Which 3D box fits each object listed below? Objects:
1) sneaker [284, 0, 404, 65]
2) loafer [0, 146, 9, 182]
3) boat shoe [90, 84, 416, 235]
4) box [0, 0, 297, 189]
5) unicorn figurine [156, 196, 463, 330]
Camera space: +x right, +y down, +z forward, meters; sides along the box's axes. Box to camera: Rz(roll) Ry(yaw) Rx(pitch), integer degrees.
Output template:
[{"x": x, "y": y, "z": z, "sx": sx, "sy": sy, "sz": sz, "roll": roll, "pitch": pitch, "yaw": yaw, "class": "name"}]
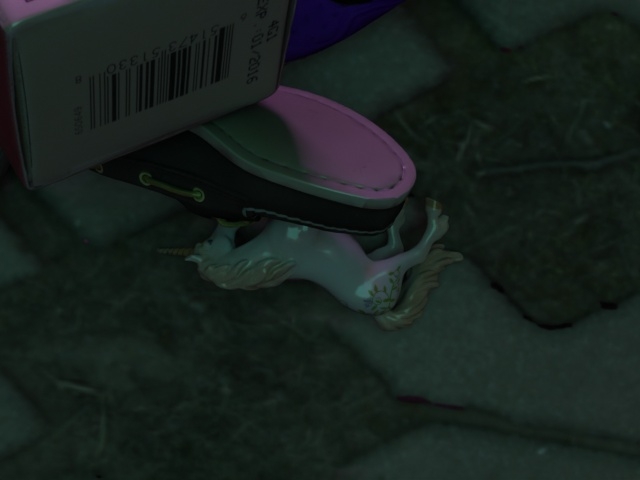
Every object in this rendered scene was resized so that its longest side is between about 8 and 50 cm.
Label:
[{"x": 0.051, "y": -0.189, "z": 0.659, "sx": 0.293, "sy": 0.146, "sz": 0.102, "roll": -26, "pitch": 93, "yaw": -3, "class": "sneaker"}, {"x": -0.257, "y": -0.017, "z": 0.661, "sx": 0.112, "sy": 0.111, "sz": 0.319, "roll": 29, "pitch": 90, "yaw": -4, "class": "loafer"}, {"x": -0.054, "y": -0.049, "z": 0.664, "sx": 0.228, "sy": 0.081, "sz": 0.068, "roll": 23, "pitch": 128, "yaw": 21, "class": "boat shoe"}, {"x": -0.132, "y": -0.167, "z": 0.599, "sx": 0.149, "sy": 0.127, "sz": 0.232, "roll": -24, "pitch": 66, "yaw": -21, "class": "box"}, {"x": 0.000, "y": 0.000, "z": 0.705, "sx": 0.162, "sy": 0.060, "sz": 0.111, "roll": 32, "pitch": 85, "yaw": -2, "class": "unicorn figurine"}]
